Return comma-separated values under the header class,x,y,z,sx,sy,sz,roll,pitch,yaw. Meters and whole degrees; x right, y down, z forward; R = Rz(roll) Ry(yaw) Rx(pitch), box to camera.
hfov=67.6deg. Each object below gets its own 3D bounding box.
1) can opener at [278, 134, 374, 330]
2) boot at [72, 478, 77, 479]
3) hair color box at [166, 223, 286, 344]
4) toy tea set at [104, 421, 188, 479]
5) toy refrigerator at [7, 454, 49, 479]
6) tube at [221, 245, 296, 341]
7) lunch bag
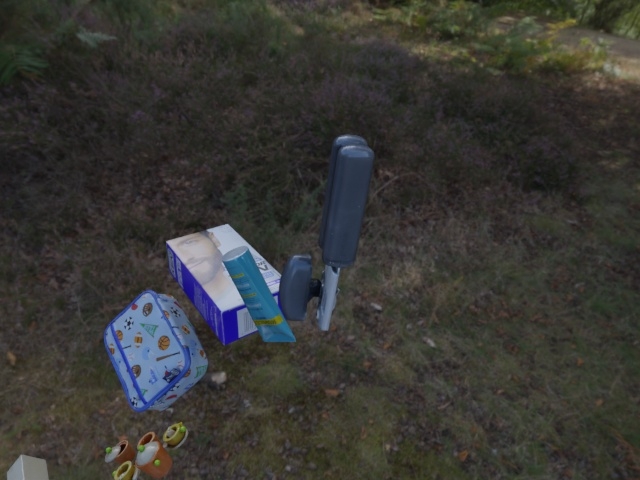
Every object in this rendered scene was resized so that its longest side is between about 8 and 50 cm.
class,x,y,z,sx,sy,sz,roll,pitch,yaw
can opener,0.000,0.000,0.644,0.095,0.283,0.076,3,29,-10
boot,-0.646,0.689,1.055,0.283,0.109,0.220,13,55,-63
hair color box,-0.237,0.094,1.203,0.185,0.110,0.339,-19,36,-31
toy tea set,-0.625,0.721,1.633,0.336,0.124,0.200,-25,25,18
toy refrigerator,-1.055,0.913,1.728,0.102,0.094,0.269,42,-7,-40
tube,-0.117,0.110,0.899,0.080,0.207,0.052,-6,28,38
lunch bag,-0.460,0.309,1.312,0.303,0.243,0.115,54,8,28
